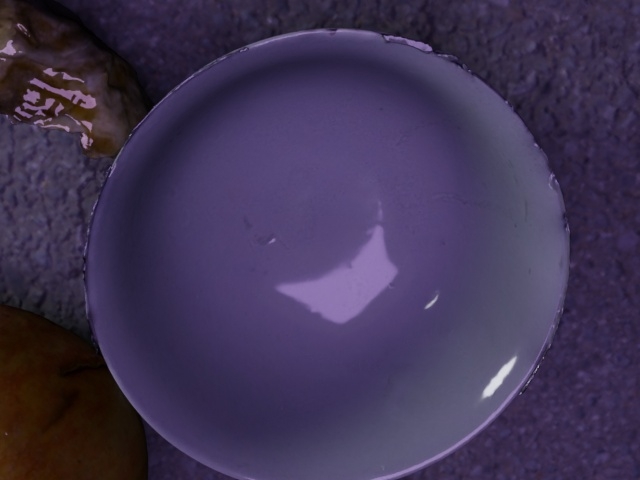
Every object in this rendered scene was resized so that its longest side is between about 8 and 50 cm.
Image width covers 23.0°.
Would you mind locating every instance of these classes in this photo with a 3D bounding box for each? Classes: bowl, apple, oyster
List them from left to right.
[{"bbox_3d":[-0.252,-0.157,1.133,0.341,0.166,0.110,35,109,4],"label":"oyster"},{"bbox_3d":[-0.259,0.184,1.171,0.264,0.264,0.264,-1,106,-2],"label":"apple"},{"bbox_3d":[0.000,0.000,1.165,0.345,0.157,0.345,-2,108,-5],"label":"bowl"}]
